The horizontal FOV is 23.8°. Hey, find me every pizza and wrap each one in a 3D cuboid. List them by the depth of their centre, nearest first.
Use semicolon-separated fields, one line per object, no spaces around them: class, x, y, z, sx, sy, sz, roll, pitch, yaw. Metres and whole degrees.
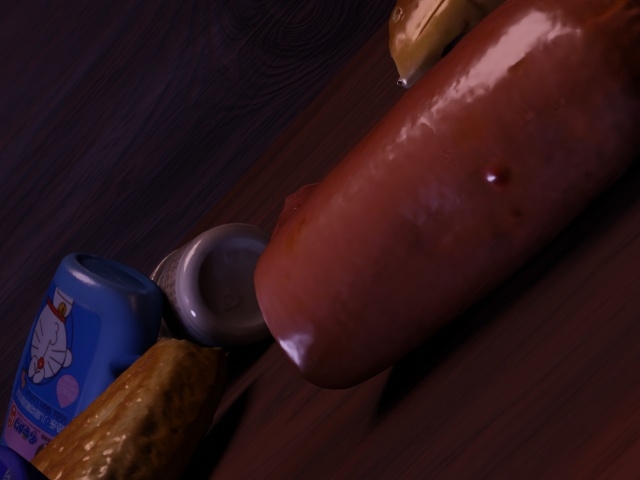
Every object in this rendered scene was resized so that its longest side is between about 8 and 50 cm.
pizza;-0.163;0.189;1.056;0.258;0.087;0.268;-46;8;4

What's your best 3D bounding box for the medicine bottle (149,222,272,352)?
medicine bottle;-0.088;0.046;1.310;0.105;0.105;0.168;-50;8;-17

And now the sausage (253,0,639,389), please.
sausage;0.077;-0.035;0.767;0.259;0.113;0.113;-44;8;28

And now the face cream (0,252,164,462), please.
face cream;-0.214;0.148;1.288;0.149;0.083;0.264;30;105;51

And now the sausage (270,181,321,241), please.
sausage;0.000;0.000;1.159;0.076;0.076;0.141;-45;7;20

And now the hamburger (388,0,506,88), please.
hamburger;0.147;-0.163;0.899;0.156;0.144;0.283;-42;7;37

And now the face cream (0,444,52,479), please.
face cream;-0.201;0.224;0.836;0.206;0.111;0.206;-32;26;18
